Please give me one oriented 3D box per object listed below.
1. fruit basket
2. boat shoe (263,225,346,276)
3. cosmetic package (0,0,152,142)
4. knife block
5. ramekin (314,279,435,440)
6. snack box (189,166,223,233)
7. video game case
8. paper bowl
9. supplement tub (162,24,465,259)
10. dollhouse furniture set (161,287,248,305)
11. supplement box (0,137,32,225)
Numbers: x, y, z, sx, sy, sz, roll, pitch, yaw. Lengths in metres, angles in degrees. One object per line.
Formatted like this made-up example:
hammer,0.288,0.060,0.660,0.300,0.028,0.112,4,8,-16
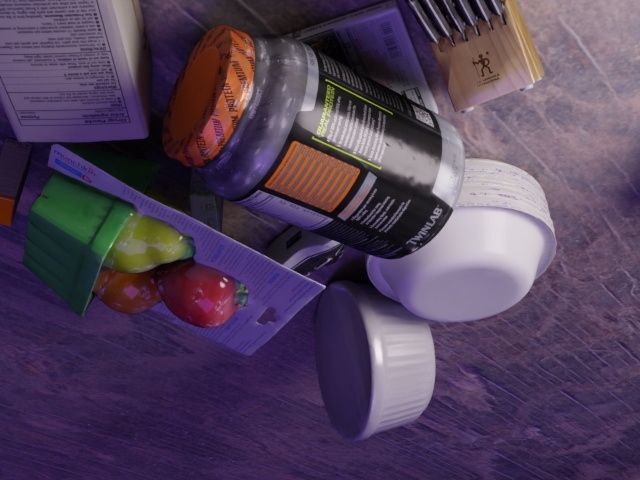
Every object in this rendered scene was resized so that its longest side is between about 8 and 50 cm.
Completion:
fruit basket,-0.200,0.026,1.050,0.353,0.165,0.327,22,150,-12
boat shoe,0.000,0.000,1.221,0.070,0.077,0.219,21,145,-33
cosmetic package,-0.267,-0.244,0.800,0.153,0.129,0.296,-2,145,-3
knife block,0.154,-0.267,0.853,0.088,0.242,0.276,-18,-173,22
ramekin,0.092,0.198,1.354,0.127,0.272,0.273,-3,147,-19
snack box,-0.155,-0.058,1.098,0.037,0.100,0.141,0,145,-3
video game case,0.038,-0.196,0.983,0.173,0.022,0.190,-14,144,16
paper bowl,0.208,0.019,1.196,0.284,0.148,0.284,-3,145,-2
supplement tub,-0.006,-0.110,0.915,0.316,0.193,0.193,22,138,-31
dollhouse furniture set,-0.182,0.046,1.300,0.182,0.161,0.101,-18,119,-44
supplement box,-0.412,-0.077,1.054,0.036,0.098,0.062,14,143,-17
